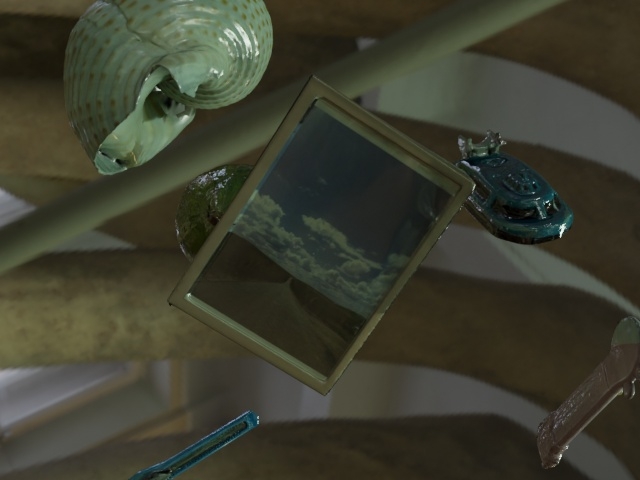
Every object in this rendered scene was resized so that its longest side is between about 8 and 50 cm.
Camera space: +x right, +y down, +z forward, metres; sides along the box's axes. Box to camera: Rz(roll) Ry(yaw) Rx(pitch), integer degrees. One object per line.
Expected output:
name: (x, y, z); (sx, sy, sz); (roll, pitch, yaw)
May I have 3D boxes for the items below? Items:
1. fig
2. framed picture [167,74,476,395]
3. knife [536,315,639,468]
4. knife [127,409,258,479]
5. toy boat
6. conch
fig: (-0.128, -0.035, 1.795); (0.203, 0.203, 0.235); (65, -10, 4)
framed picture: (0.000, 0.000, 1.076); (0.189, 0.260, 0.023); (33, 9, -11)
knife: (0.466, 0.275, 1.960); (0.399, 0.038, 0.132); (116, -21, -50)
knife: (-0.230, 0.363, 1.873); (0.044, 0.296, 0.026); (63, -15, -14)
toy boat: (0.309, -0.096, 1.876); (0.299, 0.134, 0.092); (-126, -155, -60)
conch: (-0.217, -0.238, 1.467); (0.215, 0.303, 0.319); (49, 13, 6)
